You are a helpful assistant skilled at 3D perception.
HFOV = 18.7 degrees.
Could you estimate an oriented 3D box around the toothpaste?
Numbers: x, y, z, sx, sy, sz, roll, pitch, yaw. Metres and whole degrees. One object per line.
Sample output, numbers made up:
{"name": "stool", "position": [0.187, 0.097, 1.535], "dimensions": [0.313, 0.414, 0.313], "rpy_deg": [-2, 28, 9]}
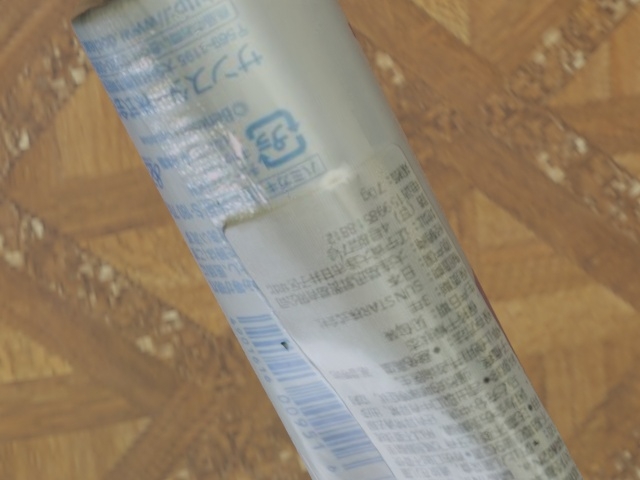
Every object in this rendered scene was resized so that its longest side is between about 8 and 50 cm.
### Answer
{"name": "toothpaste", "position": [0.000, 0.000, 0.590], "dimensions": [0.073, 0.114, 0.299], "rpy_deg": [-39, 108, -42]}
